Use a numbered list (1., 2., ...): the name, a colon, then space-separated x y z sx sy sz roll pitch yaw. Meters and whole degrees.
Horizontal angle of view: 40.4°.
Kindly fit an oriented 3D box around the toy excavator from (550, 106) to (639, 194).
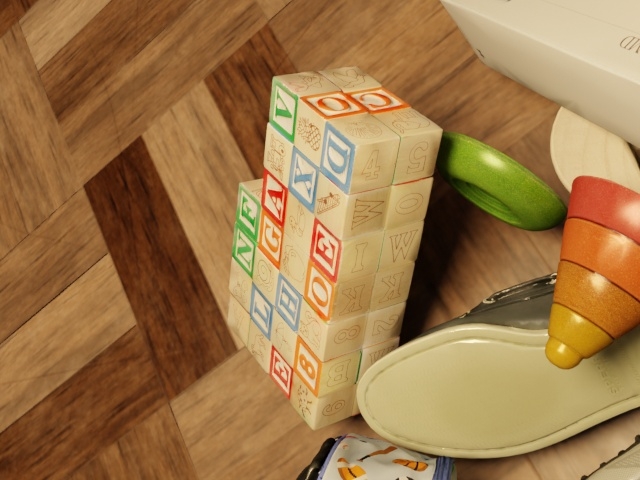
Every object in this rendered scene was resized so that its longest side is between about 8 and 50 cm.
1. toy excavator: 0.448 -0.096 0.602 0.433 0.222 0.445 -49 49 8

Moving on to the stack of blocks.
1. stack of blocks: 0.000 0.000 0.788 0.171 0.087 0.297 45 138 42

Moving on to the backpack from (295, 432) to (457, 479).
1. backpack: 0.044 0.293 0.691 0.213 0.276 0.264 5 88 4

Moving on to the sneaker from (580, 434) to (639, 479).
1. sneaker: 0.274 0.188 0.688 0.271 0.100 0.108 -24 55 18

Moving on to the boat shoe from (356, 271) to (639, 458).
1. boat shoe: 0.196 0.089 0.746 0.340 0.113 0.127 -25 102 23

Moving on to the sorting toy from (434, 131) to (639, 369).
1. sorting toy: 0.137 -0.001 0.720 0.126 0.127 0.365 -57 37 -3

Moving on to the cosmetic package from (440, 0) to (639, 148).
1. cosmetic package: 0.288 -0.213 0.654 0.284 0.097 0.377 -43 29 5
